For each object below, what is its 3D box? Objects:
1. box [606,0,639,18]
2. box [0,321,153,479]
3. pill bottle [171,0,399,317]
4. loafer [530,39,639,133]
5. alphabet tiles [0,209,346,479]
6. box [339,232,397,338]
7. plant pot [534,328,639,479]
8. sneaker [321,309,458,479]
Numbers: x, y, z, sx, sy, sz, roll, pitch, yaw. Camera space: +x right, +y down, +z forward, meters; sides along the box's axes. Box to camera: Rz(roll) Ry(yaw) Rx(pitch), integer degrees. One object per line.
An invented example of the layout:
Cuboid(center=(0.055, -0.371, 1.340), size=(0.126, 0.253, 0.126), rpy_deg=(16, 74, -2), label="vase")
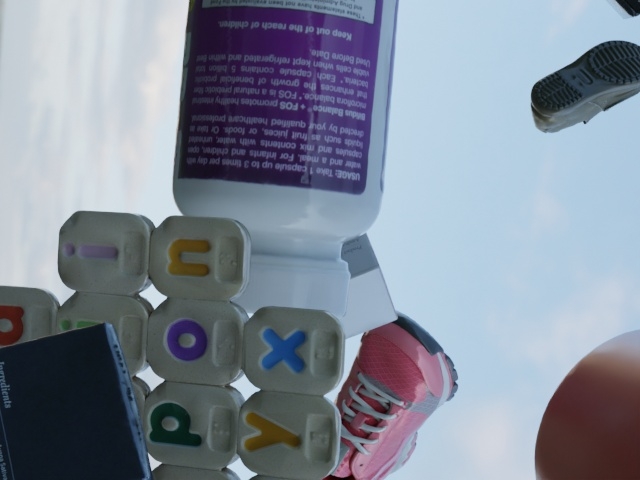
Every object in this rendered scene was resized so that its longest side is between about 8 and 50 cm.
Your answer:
Cuboid(center=(0.330, -0.386, 1.365), size=(0.270, 0.216, 0.060), rpy_deg=(-43, -175, 6), label="box")
Cuboid(center=(-0.204, 0.150, 0.823), size=(0.153, 0.207, 0.108), rpy_deg=(91, -17, -57), label="box")
Cuboid(center=(-0.030, -0.093, 1.092), size=(0.169, 0.169, 0.301), rpy_deg=(-178, -87, -75), label="pill bottle")
Cuboid(center=(0.250, -0.143, 1.293), size=(0.056, 0.148, 0.050), rpy_deg=(58, -26, 23), label="loafer")
Cuboid(center=(-0.117, 0.123, 0.955), size=(0.021, 0.278, 0.284), rpy_deg=(-4, 97, -73), label="alphabet tiles")
Cuboid(center=(0.000, 0.000, 1.390), size=(0.130, 0.091, 0.170), rpy_deg=(68, 1, -62), label="box")
Cuboid(center=(0.297, 0.191, 1.018), size=(0.243, 0.275, 0.274), rpy_deg=(-145, -119, -65), label="plant pot")
Cuboid(center=(0.060, 0.207, 1.569), size=(0.136, 0.116, 0.313), rpy_deg=(-42, 158, -35), label="sneaker")
